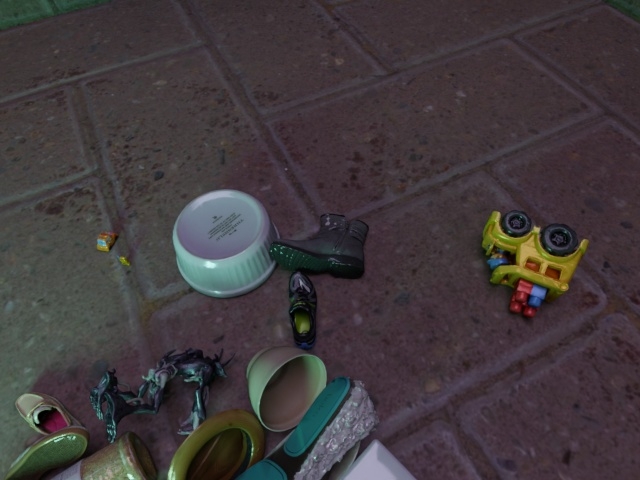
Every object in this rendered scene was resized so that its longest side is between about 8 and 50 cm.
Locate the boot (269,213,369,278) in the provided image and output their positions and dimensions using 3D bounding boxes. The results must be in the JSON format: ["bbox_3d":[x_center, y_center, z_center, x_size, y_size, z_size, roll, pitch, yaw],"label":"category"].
[{"bbox_3d":[0.000,0.000,1.090,0.246,0.083,0.161,13,52,-10],"label":"boot"}]

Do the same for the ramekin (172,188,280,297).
[{"bbox_3d":[-0.237,-0.007,1.078,0.272,0.127,0.273,-1,56,1],"label":"ramekin"}]

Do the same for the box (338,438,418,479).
[{"bbox_3d":[0.152,0.513,0.665,0.168,0.215,0.345,-39,63,-21],"label":"box"}]

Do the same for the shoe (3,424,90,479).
[{"bbox_3d":[-0.511,0.393,0.813,0.219,0.076,0.058,-35,32,16],"label":"shoe"}]

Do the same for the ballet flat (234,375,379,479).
[{"bbox_3d":[-0.038,0.430,0.783,0.147,0.147,0.409,39,66,24],"label":"ballet flat"}]

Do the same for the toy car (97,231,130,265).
[{"bbox_3d":[-0.530,0.012,1.126,0.122,0.041,0.060,25,61,18],"label":"toy car"}]

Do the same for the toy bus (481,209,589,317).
[{"bbox_3d":[0.471,0.061,1.017,0.220,0.149,0.212,23,76,19],"label":"toy bus"}]

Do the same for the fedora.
[{"bbox_3d":[-0.200,0.400,0.813,0.194,0.194,0.079,-44,28,-24],"label":"fedora"}]

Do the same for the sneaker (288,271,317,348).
[{"bbox_3d":[-0.039,0.151,0.995,0.067,0.078,0.188,-5,56,-2],"label":"sneaker"}]

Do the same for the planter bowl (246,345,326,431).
[{"bbox_3d":[-0.082,0.280,0.878,0.162,0.162,0.109,-40,37,-22],"label":"planter bowl"}]

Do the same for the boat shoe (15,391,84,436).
[{"bbox_3d":[-0.559,0.356,0.885,0.170,0.059,0.063,22,59,15],"label":"boat shoe"}]

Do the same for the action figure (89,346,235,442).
[{"bbox_3d":[-0.300,0.299,0.870,0.164,0.141,0.275,15,13,42],"label":"action figure"}]

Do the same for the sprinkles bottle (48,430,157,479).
[{"bbox_3d":[-0.476,0.487,0.759,0.355,0.121,0.121,-29,60,-17],"label":"sprinkles bottle"}]
